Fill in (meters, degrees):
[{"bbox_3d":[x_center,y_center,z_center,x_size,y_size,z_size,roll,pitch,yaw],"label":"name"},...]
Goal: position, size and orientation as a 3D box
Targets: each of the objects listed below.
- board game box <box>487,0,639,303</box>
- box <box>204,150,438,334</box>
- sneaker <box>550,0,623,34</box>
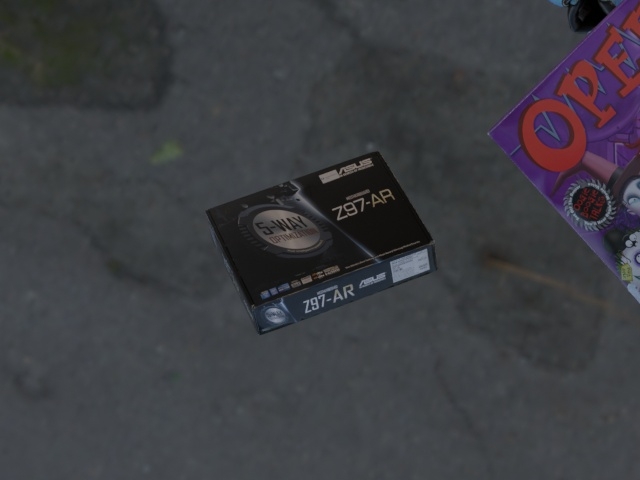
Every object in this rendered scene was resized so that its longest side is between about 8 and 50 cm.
[{"bbox_3d":[0.292,-0.105,1.243,0.208,0.056,0.347,50,123,9],"label":"board game box"},{"bbox_3d":[0.000,0.000,0.837,0.083,0.067,0.018,-19,135,-8],"label":"box"},{"bbox_3d":[0.206,-0.198,1.518,0.063,0.073,0.162,37,174,-14],"label":"sneaker"}]
